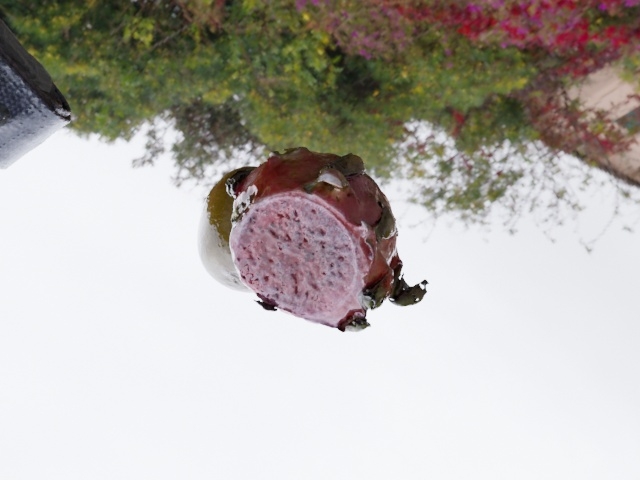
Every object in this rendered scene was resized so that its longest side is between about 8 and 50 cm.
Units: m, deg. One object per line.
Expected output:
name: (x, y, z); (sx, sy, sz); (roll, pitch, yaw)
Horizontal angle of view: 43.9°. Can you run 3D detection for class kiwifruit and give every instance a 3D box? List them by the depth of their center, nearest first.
kiwifruit: (-0.125, -0.025, 1.444); (0.196, 0.196, 0.234); (32, -135, -26)

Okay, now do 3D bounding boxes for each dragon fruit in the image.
dragon fruit: (0.000, 0.000, 0.935); (0.282, 0.211, 0.147); (34, -164, 5)

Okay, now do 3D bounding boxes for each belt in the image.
belt: (-0.370, -0.177, 0.801); (0.230, 0.126, 0.139); (54, 180, -37)
